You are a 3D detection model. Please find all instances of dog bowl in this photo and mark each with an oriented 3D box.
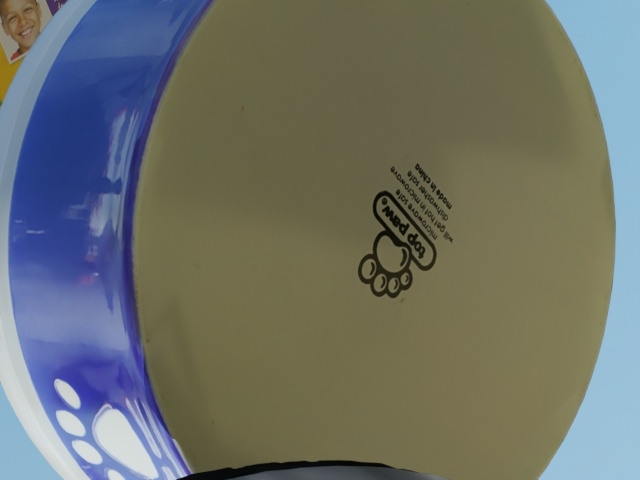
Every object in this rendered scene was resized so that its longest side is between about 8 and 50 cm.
[{"bbox_3d":[0.000,0.000,0.646,0.265,0.104,0.265,-2,-87,-41],"label":"dog bowl"}]

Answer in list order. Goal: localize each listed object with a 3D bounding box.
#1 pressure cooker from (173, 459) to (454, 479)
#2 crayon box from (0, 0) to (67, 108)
[{"bbox_3d":[0.063,0.273,0.377,0.370,0.420,0.375,6,-85,-26],"label":"pressure cooker"},{"bbox_3d":[-0.176,-0.171,0.993,0.278,0.081,0.165,-24,-62,-39],"label":"crayon box"}]
